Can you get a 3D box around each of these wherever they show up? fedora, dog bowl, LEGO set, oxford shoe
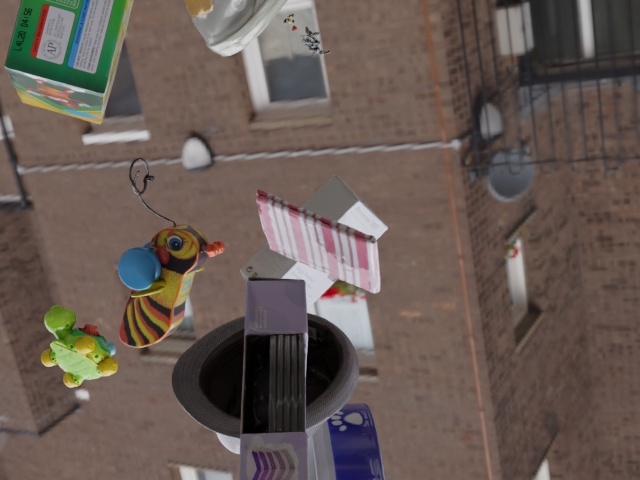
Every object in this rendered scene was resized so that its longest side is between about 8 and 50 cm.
[{"bbox_3d":[-0.074,0.223,1.317,0.243,0.124,0.275,28,-134,32],"label":"fedora"},{"bbox_3d":[0.037,0.400,1.477,0.104,0.265,0.265,-5,-163,-6],"label":"dog bowl"},{"bbox_3d":[-0.023,-0.303,1.354,0.023,0.083,0.054,-57,178,-16],"label":"LEGO set"},{"bbox_3d":[-0.067,-0.496,1.453,0.169,0.130,0.449,6,-123,55],"label":"oxford shoe"}]

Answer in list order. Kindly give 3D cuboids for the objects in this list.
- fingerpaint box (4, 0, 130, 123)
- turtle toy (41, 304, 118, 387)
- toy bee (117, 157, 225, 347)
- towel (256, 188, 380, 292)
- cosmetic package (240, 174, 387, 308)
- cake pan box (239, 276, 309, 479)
[{"bbox_3d":[-0.392,-0.449,1.527,0.163,0.445,0.371,14,177,-14],"label":"fingerpaint box"},{"bbox_3d":[-0.347,0.149,1.290,0.095,0.130,0.066,-20,-146,27],"label":"turtle toy"},{"bbox_3d":[-0.242,0.040,1.461,0.162,0.298,0.195,10,-146,15],"label":"toy bee"},{"bbox_3d":[0.000,0.000,1.312,0.197,0.144,0.029,23,-115,18],"label":"towel"},{"bbox_3d":[-0.010,0.015,1.520,0.231,0.117,0.085,-45,-129,5],"label":"cosmetic package"},{"bbox_3d":[-0.046,0.205,0.912,0.070,0.267,0.246,-1,-132,-3],"label":"cake pan box"}]
